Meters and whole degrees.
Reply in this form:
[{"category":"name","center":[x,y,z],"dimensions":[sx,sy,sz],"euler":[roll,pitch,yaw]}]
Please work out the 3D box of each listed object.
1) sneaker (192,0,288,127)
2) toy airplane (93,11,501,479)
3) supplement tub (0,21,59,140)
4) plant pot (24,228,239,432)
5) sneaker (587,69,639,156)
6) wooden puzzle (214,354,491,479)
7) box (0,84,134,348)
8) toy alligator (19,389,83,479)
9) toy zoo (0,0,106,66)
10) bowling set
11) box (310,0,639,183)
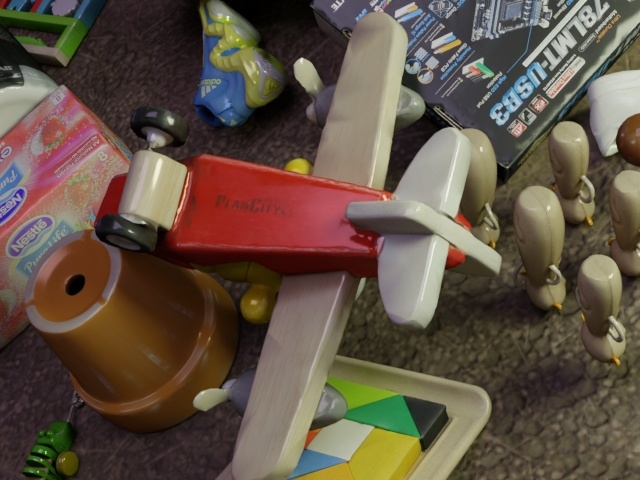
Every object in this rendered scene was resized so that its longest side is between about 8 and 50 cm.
[{"category":"sneaker","center":[-0.133,-0.227,1.668],"dimensions":[0.126,0.091,0.240],"euler":[-48,36,11]},{"category":"toy airplane","center":[0.000,0.000,1.294],"dimensions":[0.386,0.272,0.384],"euler":[-35,61,4]},{"category":"supplement tub","center":[-0.488,-0.201,1.784],"dimensions":[0.207,0.207,0.338],"euler":[-44,48,-1]},{"category":"plant pot","center":[-0.225,0.086,1.454],"dimensions":[0.205,0.188,0.205],"euler":[-15,54,22]},{"category":"sneaker","center":[0.380,-0.136,1.322],"dimensions":[0.212,0.080,0.094],"euler":[-14,66,32]},{"category":"wooden puzzle","center":[0.023,0.208,1.276],"dimensions":[0.220,0.044,0.239],"euler":[9,44,34]},{"category":"box","center":[-0.369,-0.026,1.643],"dimensions":[0.300,0.142,0.154],"euler":[-41,50,1]},{"category":"toy alligator","center":[-0.314,0.245,1.494],"dimensions":[0.056,0.051,0.190],"euler":[-1,60,30]},{"category":"toy zoo","center":[-0.387,-0.400,1.969],"dimensions":[0.192,0.030,0.293],"euler":[13,68,36]},{"category":"bowling set","center":[0.273,-0.020,1.280],"dimensions":[0.199,0.154,0.287],"euler":[-26,47,-10]},{"category":"box","center":[0.191,-0.267,1.431],"dimensions":[0.293,0.073,0.295],"euler":[41,87,11]}]
